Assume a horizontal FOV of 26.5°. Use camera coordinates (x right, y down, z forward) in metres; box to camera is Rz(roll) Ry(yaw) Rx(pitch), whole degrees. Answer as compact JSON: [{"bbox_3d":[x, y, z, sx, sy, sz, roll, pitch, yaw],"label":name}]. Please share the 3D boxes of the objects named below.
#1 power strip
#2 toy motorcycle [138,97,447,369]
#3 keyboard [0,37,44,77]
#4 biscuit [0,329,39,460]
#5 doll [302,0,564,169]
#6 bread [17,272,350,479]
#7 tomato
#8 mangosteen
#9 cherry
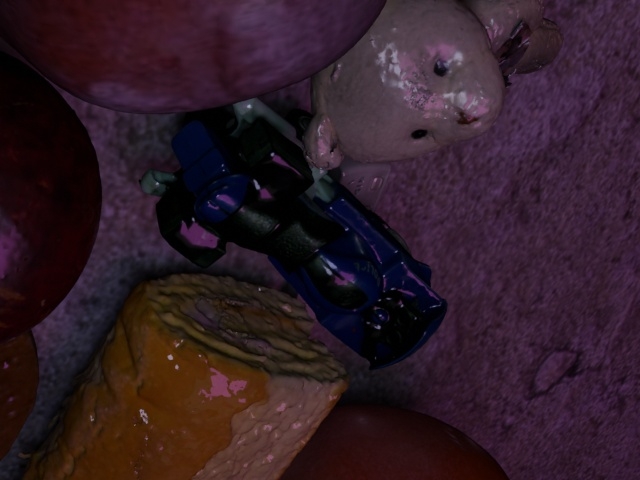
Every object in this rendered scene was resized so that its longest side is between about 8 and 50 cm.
[{"bbox_3d":[0.007,0.010,1.346,0.060,0.027,0.253,-9,134,-35],"label":"power strip"},{"bbox_3d":[0.000,0.000,1.164,0.125,0.196,0.331,-39,136,17],"label":"toy motorcycle"},{"bbox_3d":[-0.239,-0.163,0.948,0.055,0.017,0.166,-34,144,-16],"label":"keyboard"},{"bbox_3d":[-0.416,0.160,1.090,0.394,0.070,0.350,-44,142,5],"label":"biscuit"},{"bbox_3d":[0.111,-0.131,1.106,0.278,0.149,0.175,-15,126,-53],"label":"doll"},{"bbox_3d":[-0.166,0.212,1.289,0.236,0.165,0.375,9,124,-44],"label":"bread"},{"bbox_3d":[0.046,0.324,1.521,0.341,0.273,0.341,-12,131,-15],"label":"tomato"},{"bbox_3d":[-0.252,-0.017,0.947,0.215,0.215,0.257,-35,162,-8],"label":"mangosteen"},{"bbox_3d":[-0.087,-0.200,0.882,0.307,0.221,0.261,-25,143,10],"label":"cherry"}]
